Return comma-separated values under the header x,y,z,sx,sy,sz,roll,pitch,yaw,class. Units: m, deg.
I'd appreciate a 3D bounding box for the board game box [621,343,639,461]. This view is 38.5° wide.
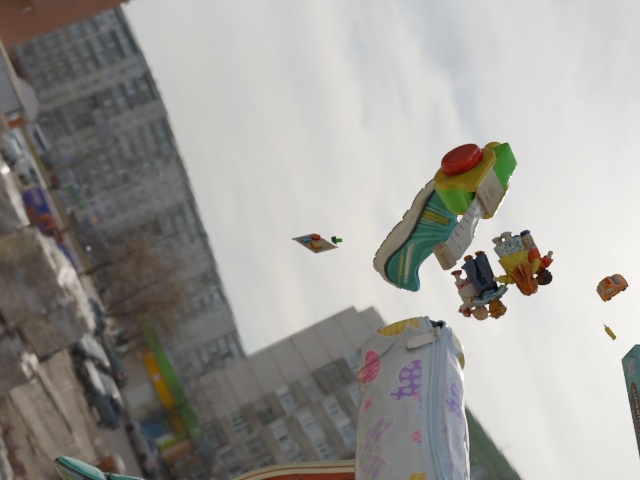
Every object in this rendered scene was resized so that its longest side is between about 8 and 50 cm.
x,y,z,sx,sy,sz,roll,pitch,yaw,class
0.687,0.299,1.498,0.079,0.336,0.254,96,-7,-62,board game box

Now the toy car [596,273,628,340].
x,y,z,sx,sy,sz,roll,pitch,yaw,class
0.535,0.115,1.667,0.040,0.060,0.122,37,40,-46,toy car

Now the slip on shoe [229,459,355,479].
x,y,z,sx,sy,sz,roll,pitch,yaw,class
-0.035,0.466,1.680,0.123,0.331,0.101,53,32,-62,slip on shoe

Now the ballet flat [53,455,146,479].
x,y,z,sx,sy,sz,roll,pitch,yaw,class
-0.382,0.426,1.578,0.188,0.070,0.070,28,8,-29,ballet flat

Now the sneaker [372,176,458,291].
x,y,z,sx,sy,sz,roll,pitch,yaw,class
0.211,-0.030,1.685,0.110,0.275,0.107,35,4,13,sneaker

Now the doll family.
x,y,z,sx,sy,sz,roll,pitch,yaw,class
0.403,0.088,2.078,0.118,0.263,0.163,23,39,-55,doll family

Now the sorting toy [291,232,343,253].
x,y,z,sx,sy,sz,roll,pitch,yaw,class
0.000,0.000,1.535,0.062,0.083,0.012,28,-64,33,sorting toy

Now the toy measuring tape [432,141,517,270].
x,y,z,sx,sy,sz,roll,pitch,yaw,class
0.212,-0.058,1.426,0.121,0.330,0.121,18,-47,20,toy measuring tape

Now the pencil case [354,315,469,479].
x,y,z,sx,sy,sz,roll,pitch,yaw,class
0.095,0.195,0.902,0.113,0.124,0.273,32,31,-15,pencil case
